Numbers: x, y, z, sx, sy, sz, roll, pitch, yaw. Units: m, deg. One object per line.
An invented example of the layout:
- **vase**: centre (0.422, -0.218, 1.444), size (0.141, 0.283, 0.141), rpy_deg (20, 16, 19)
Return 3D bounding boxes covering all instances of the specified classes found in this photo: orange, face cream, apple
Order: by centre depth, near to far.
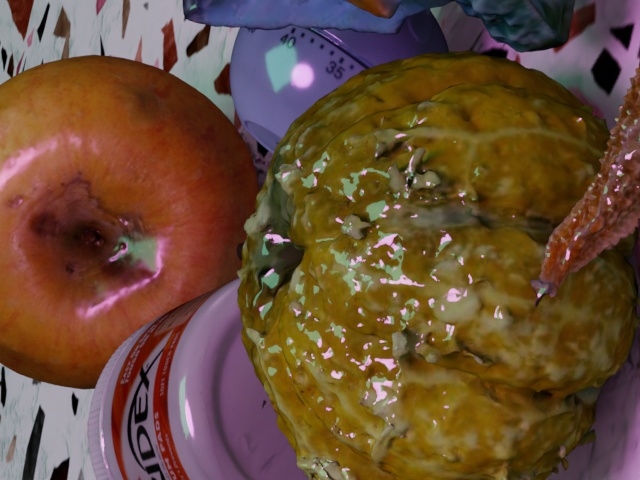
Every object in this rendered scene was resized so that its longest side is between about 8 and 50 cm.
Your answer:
- **orange**: centre (0.059, 0.029, 1.198), size (0.300, 0.223, 0.301), rpy_deg (-121, 46, -60)
- **face cream**: centre (-0.045, 0.131, 1.391), size (0.187, 0.201, 0.201), rpy_deg (-25, 60, 59)
- **apple**: centre (-0.197, -0.019, 1.671), size (0.275, 0.299, 0.299), rpy_deg (-68, -8, -80)

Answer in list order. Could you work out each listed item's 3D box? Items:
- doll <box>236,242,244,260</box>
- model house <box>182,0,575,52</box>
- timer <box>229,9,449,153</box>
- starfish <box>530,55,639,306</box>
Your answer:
- **doll**: centre (0.000, 0.000, 1.513), size (0.165, 0.057, 0.139), rpy_deg (48, 123, 48)
- **model house**: centre (0.014, -0.226, 1.246), size (0.241, 0.226, 0.261), rpy_deg (-18, 50, 23)
- **timer**: centre (0.054, -0.143, 1.385), size (0.175, 0.255, 0.175), rpy_deg (48, 159, 25)
- **starfish**: centre (0.205, -0.082, 1.024), size (0.301, 0.084, 0.293), rpy_deg (2, 84, 36)
